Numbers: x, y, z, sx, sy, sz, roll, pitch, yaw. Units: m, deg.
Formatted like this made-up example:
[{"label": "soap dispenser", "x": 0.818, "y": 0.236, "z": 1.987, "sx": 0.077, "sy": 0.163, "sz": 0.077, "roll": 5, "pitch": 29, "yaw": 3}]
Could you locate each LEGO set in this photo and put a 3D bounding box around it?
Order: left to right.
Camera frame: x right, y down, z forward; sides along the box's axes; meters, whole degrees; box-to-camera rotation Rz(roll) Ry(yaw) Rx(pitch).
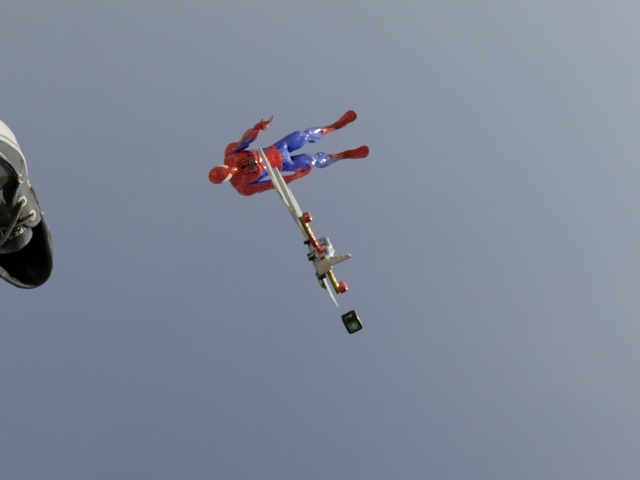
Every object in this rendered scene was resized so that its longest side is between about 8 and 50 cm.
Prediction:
[{"label": "LEGO set", "x": 0.000, "y": 0.000, "z": 1.366, "sx": 0.060, "sy": 0.182, "sz": 0.244, "roll": -26, "pitch": -117, "yaw": 2}]

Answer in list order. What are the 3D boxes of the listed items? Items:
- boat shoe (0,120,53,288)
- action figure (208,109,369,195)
[{"label": "boat shoe", "x": -0.262, "y": -0.020, "z": 0.834, "sx": 0.080, "sy": 0.228, "sz": 0.076, "roll": -32, "pitch": -108, "yaw": -20}, {"label": "action figure", "x": -0.031, "y": -0.135, "z": 1.489, "sx": 0.280, "sy": 0.092, "sz": 0.139, "roll": -21, "pitch": 180, "yaw": -35}]
